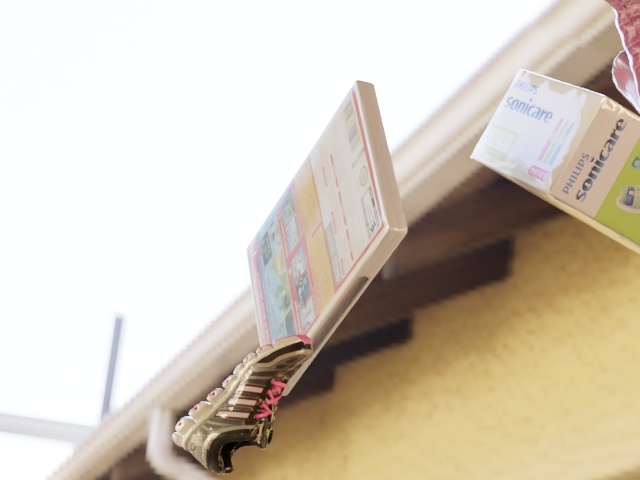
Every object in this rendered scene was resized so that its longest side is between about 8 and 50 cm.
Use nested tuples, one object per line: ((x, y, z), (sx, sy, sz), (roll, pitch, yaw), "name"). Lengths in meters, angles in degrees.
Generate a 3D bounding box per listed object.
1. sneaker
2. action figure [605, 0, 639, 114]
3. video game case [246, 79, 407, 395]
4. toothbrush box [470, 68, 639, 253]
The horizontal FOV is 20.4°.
((-0.063, 0.164, 1.734), (0.170, 0.075, 0.063), (-43, -22, 7), "sneaker")
((0.277, -0.180, 1.359), (0.275, 0.370, 0.248), (-20, -3, -34), "action figure")
((0.000, 0.000, 1.849), (0.025, 0.204, 0.285), (11, -43, -25), "video game case")
((0.337, -0.059, 1.915), (0.283, 0.122, 0.206), (29, 3, -24), "toothbrush box")
